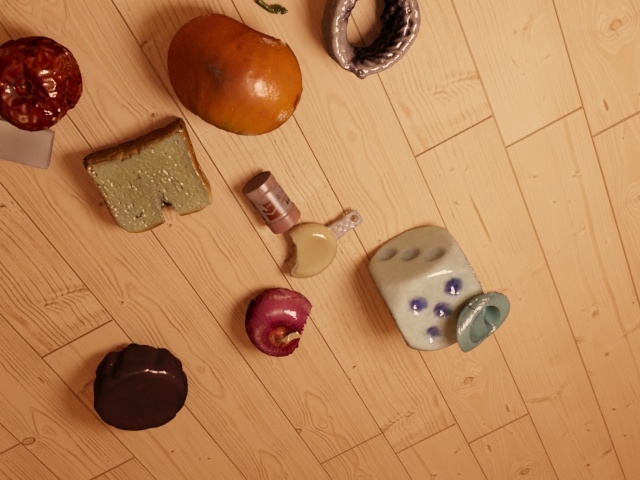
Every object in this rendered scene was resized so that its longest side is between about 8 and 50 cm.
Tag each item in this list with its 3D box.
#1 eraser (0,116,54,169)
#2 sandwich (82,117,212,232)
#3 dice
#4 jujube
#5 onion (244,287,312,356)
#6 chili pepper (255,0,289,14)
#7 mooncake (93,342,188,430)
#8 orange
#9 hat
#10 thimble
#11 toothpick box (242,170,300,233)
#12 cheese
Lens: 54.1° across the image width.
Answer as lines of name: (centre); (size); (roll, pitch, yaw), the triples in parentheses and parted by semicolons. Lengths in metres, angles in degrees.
eraser: (-0.755, -0.246, 1.573); (0.150, 0.023, 0.104); (13, 113, -17)
sandwich: (-0.439, -0.156, 1.637); (0.273, 0.095, 0.249); (-21, 121, -1)
dice: (0.309, 0.137, 1.822); (0.262, 0.268, 0.265); (-27, 119, 4)
jujube: (-0.646, -0.358, 1.422); (0.212, 0.232, 0.213); (-6, 115, -12)
onion: (-0.134, 0.236, 1.849); (0.200, 0.201, 0.207); (4, 147, -12)
chili pepper: (-0.119, -0.570, 1.533); (0.083, 0.022, 0.027); (16, 113, -13)
mooncake: (-0.539, 0.438, 1.883); (0.282, 0.141, 0.283); (-7, 126, -9)
orange: (-0.205, -0.386, 1.481); (0.310, 0.274, 0.274); (21, 110, -26)
hat: (0.420, 0.209, 1.688); (0.190, 0.078, 0.138); (-39, 128, -12)
thimble: (0.116, -0.527, 1.524); (0.217, 0.157, 0.246); (21, 110, -16)
toothpick box: (-0.134, -0.104, 1.716); (0.098, 0.098, 0.149); (-33, 116, 7)
cheese: (0.012, 0.014, 1.817); (0.248, 0.071, 0.164); (-17, 117, -3)
